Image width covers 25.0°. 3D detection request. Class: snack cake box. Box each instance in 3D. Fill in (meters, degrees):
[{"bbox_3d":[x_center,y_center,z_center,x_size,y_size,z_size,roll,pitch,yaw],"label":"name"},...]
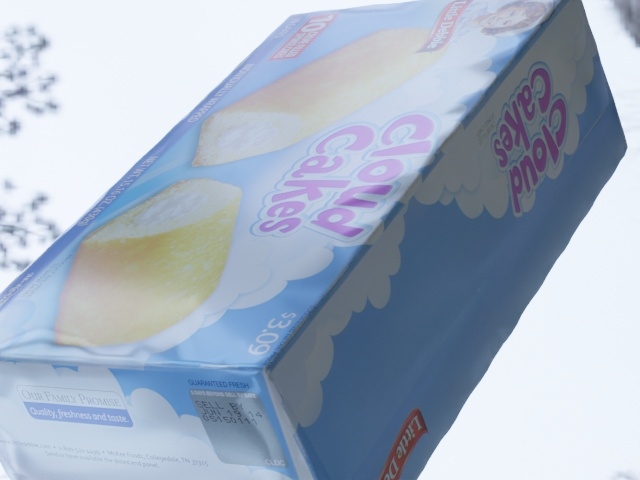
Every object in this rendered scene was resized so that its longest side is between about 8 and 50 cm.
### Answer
[{"bbox_3d":[0.000,0.000,0.574,0.264,0.152,0.089,-50,-53,-43],"label":"snack cake box"}]
